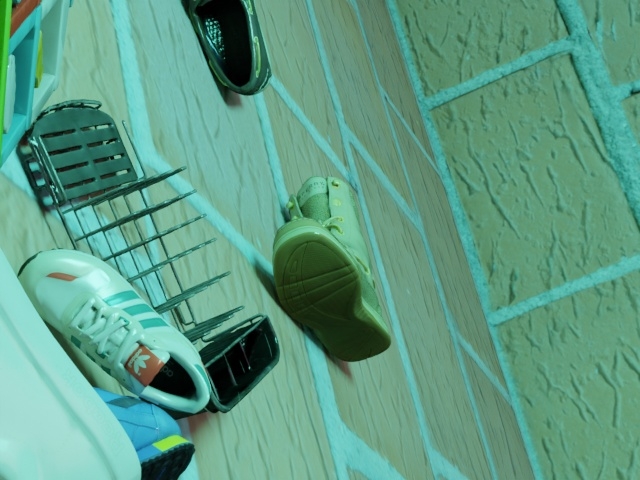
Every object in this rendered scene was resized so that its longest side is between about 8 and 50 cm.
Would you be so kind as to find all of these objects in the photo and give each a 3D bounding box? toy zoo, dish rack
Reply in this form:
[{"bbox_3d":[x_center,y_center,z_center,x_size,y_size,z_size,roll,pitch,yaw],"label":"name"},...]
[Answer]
[{"bbox_3d":[-0.212,-0.166,0.972,0.293,0.030,0.192,-83,-177,-63],"label":"toy zoo"},{"bbox_3d":[-0.136,0.007,1.122,0.272,0.074,0.208,66,13,-3],"label":"dish rack"}]

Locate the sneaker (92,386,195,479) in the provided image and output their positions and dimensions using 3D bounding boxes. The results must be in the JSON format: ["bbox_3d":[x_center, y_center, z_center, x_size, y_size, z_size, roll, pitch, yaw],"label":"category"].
[{"bbox_3d":[-0.161,0.132,0.872,0.082,0.069,0.209,41,13,19],"label":"sneaker"}]

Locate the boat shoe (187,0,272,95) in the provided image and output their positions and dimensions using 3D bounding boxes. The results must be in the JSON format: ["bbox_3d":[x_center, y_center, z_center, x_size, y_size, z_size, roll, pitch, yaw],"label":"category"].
[{"bbox_3d":[-0.116,-0.282,1.639,0.068,0.081,0.228,-42,112,-80],"label":"boat shoe"}]

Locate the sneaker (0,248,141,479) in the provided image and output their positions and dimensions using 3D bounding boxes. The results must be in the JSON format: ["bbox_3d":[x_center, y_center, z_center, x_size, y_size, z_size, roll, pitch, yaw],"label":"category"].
[{"bbox_3d":[-0.214,0.053,0.691,0.290,0.106,0.123,52,46,-9],"label":"sneaker"}]

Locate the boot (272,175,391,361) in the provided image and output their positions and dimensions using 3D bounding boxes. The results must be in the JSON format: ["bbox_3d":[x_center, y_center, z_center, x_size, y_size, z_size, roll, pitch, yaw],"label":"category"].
[{"bbox_3d":[0.000,0.000,1.603,0.262,0.095,0.204,52,20,-52],"label":"boot"}]

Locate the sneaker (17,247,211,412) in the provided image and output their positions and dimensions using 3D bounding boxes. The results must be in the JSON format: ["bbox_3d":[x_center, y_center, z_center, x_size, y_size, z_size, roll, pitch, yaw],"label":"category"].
[{"bbox_3d":[-0.136,0.065,0.955,0.161,0.057,0.075,42,-3,-25],"label":"sneaker"}]
